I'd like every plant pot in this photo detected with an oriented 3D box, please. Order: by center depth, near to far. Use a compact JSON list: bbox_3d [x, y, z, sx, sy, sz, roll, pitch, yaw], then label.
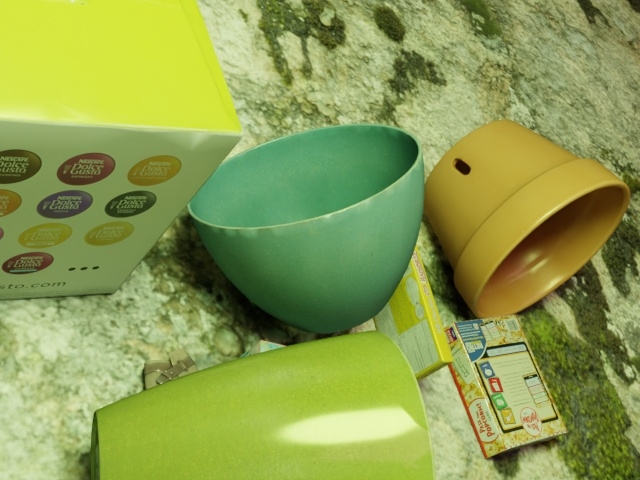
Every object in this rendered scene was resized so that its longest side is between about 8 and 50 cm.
[{"bbox_3d":[-0.076,0.233,0.852,0.293,0.275,0.275,0,60,-18],"label":"plant pot"},{"bbox_3d":[0.000,0.000,1.065,0.290,0.290,0.196,-44,128,-46],"label":"plant pot"},{"bbox_3d":[0.291,-0.046,1.309,0.290,0.291,0.203,-10,51,-41],"label":"plant pot"}]

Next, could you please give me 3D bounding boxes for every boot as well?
[{"bbox_3d":[-0.144,0.165,0.976,0.118,0.042,0.087,-3,56,-45],"label":"boot"}]

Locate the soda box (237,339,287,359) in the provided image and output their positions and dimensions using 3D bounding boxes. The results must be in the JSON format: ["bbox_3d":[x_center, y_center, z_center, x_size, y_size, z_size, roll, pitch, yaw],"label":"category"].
[{"bbox_3d":[-0.010,0.178,1.052,0.183,0.063,0.058,18,51,-28],"label":"soda box"}]

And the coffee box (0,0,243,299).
[{"bbox_3d":[-0.333,-0.160,0.840,0.337,0.334,0.338,-2,62,-39],"label":"coffee box"}]

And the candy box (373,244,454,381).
[{"bbox_3d":[0.114,0.092,1.176,0.027,0.105,0.206,5,59,-35],"label":"candy box"}]

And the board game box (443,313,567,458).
[{"bbox_3d":[0.268,0.210,1.256,0.146,0.045,0.194,-1,62,-39],"label":"board game box"}]
